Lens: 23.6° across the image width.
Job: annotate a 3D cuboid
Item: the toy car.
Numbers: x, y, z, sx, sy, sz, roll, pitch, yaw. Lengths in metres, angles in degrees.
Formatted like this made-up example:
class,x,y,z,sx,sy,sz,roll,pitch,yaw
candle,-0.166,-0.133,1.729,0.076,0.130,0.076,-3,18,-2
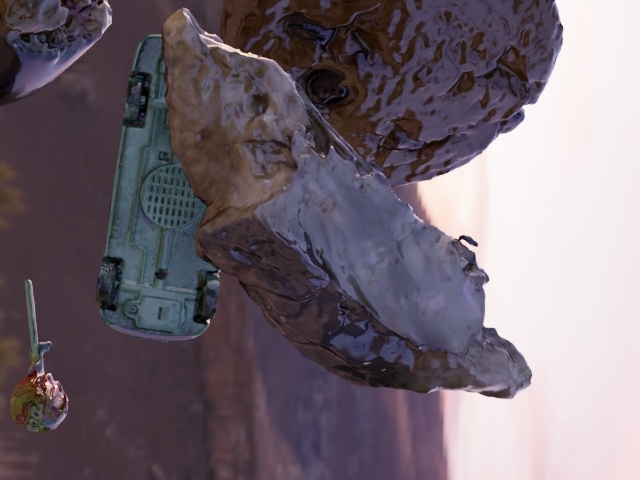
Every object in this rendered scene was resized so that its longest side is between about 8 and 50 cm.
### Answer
class,x,y,z,sx,sy,sz,roll,pitch,yaw
toy car,-0.111,-0.038,1.143,0.076,0.090,0.224,-155,-107,-80

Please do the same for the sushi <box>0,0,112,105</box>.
class,x,y,z,sx,sy,sz,roll,pitch,yaw
sushi,-0.298,-0.258,1.471,0.213,0.204,0.200,48,38,-26

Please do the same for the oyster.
class,x,y,z,sx,sy,sz,roll,pitch,yaw
oyster,0.000,0.004,0.959,0.110,0.166,0.341,-58,136,-20

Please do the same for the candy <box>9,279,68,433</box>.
class,x,y,z,sx,sy,sz,roll,pitch,yaw
candy,-0.302,0.117,1.618,0.060,0.060,0.201,92,-12,-48

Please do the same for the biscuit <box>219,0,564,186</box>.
class,x,y,z,sx,sy,sz,roll,pitch,yaw
biscuit,0.059,-0.158,1.270,0.075,0.295,0.296,-96,-174,-48
